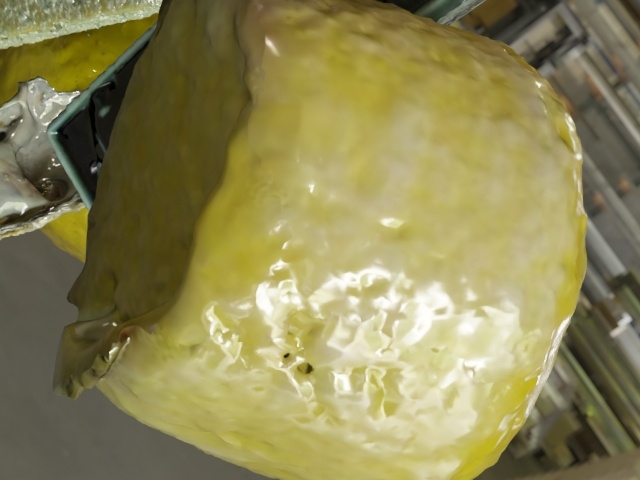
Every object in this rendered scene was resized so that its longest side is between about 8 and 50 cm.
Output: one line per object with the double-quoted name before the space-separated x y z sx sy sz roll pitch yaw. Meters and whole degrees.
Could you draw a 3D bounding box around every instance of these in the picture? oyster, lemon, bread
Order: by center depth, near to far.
"bread" 0.003 0.003 0.471 0.171 0.197 0.197 19 28 -22
"oyster" -0.216 -0.049 0.884 0.108 0.166 0.053 61 -24 4
"bread" -0.267 -0.277 1.160 0.286 0.056 0.207 -28 90 -45
"lemon" -0.214 -0.124 1.330 0.316 0.285 0.285 55 11 -28

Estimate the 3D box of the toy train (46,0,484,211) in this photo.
"toy train" 0.008 -0.112 0.600 0.088 0.407 0.086 -27 88 -43
